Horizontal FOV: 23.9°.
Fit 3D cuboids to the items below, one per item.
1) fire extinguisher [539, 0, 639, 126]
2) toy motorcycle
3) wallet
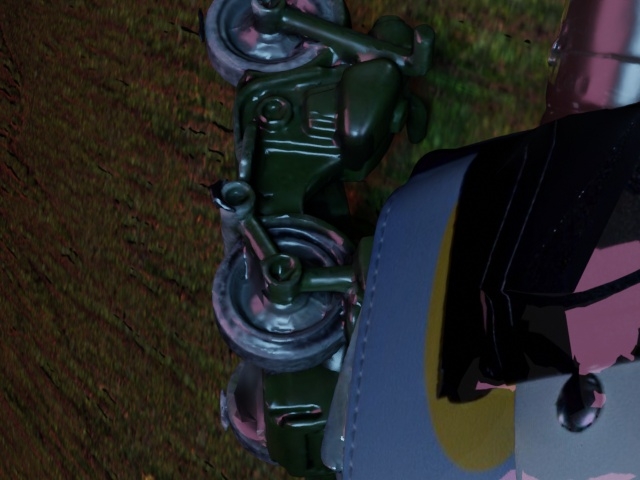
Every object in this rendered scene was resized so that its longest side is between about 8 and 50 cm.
[{"bbox_3d":[0.161,-0.150,0.607,0.106,0.075,0.252,16,99,36],"label":"fire extinguisher"},{"bbox_3d":[0.000,0.000,0.840,0.205,0.127,0.275,87,-179,-60],"label":"toy motorcycle"},{"bbox_3d":[0.099,0.021,0.481,0.231,0.069,0.170,-13,57,49],"label":"wallet"}]
